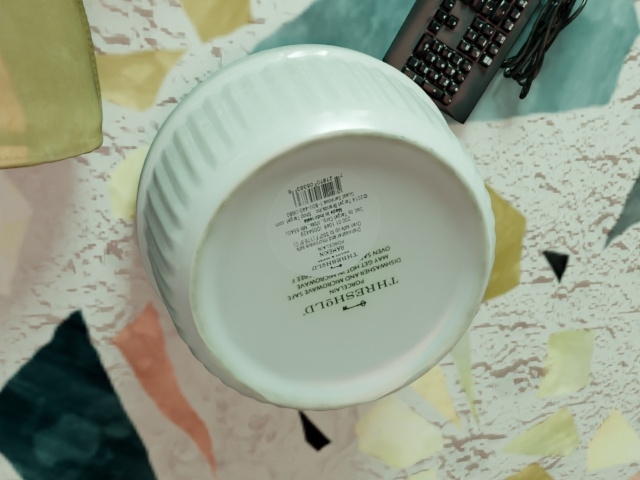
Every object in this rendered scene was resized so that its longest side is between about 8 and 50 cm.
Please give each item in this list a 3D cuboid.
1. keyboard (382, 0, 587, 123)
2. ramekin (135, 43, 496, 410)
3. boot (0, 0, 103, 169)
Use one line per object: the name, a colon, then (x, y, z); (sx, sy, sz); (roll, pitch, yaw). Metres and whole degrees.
keyboard: (0.126, -0.161, 0.475); (0.100, 0.038, 0.192); (26, 102, -24)
ramekin: (0.000, 0.000, 0.452); (0.207, 0.109, 0.207); (-6, 115, -12)
boot: (-0.228, -0.158, 0.338); (0.236, 0.089, 0.269); (-7, 113, -15)
